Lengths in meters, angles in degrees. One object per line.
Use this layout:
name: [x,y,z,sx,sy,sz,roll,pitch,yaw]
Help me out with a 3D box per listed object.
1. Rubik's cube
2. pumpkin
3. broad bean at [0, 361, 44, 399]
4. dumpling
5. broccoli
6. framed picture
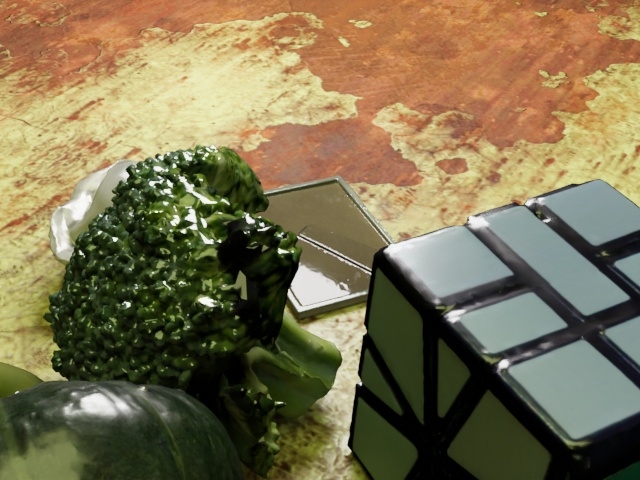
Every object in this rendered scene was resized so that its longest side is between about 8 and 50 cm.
Rubik's cube: [0.219,0.150,0.929,0.283,0.288,0.293,-17,45,-28]
pumpkin: [-0.191,0.218,0.720,0.300,0.300,0.207,-20,70,-28]
broad bean: [-0.357,0.203,0.925,0.291,0.119,0.238,12,40,7]
dumpling: [-0.225,-0.031,1.234,0.250,0.132,0.162,-29,52,-36]
broccoli: [-0.130,0.073,1.002,0.317,0.277,0.338,46,4,0]
framed picture: [0.000,0.000,1.314,0.184,0.016,0.250,-14,42,-23]
